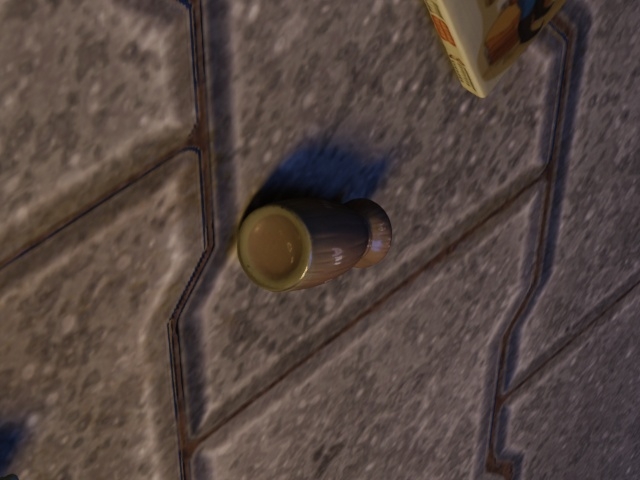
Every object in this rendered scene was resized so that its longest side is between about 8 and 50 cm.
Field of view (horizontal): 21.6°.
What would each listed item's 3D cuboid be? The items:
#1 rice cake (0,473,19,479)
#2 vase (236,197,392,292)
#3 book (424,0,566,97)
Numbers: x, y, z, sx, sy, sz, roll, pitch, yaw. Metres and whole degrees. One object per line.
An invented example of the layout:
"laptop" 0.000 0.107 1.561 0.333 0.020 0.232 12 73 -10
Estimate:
"rice cake" -0.239 0.221 0.866 0.237 0.043 0.127 -57 150 11
"vase" 0.000 0.000 0.984 0.101 0.053 0.053 -9 128 -57
"book" 0.119 -0.221 0.954 0.202 0.027 0.264 -49 151 -9
